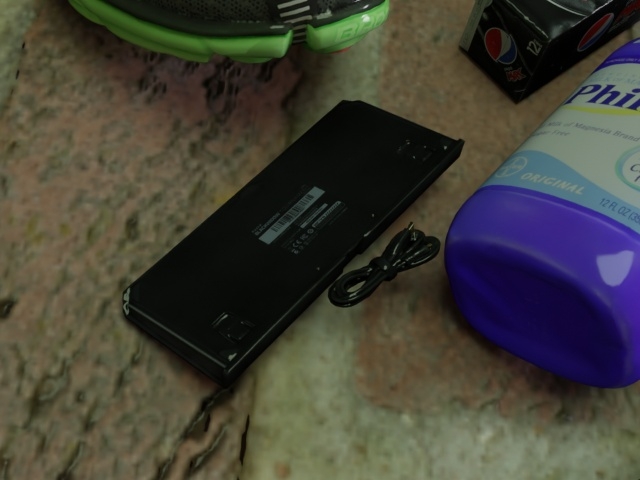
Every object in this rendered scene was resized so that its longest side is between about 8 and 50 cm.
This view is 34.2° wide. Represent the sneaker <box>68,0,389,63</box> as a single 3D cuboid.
[{"bbox_3d":[-0.094,-0.298,0.569,0.185,0.202,0.482,-15,65,-16],"label":"sneaker"}]

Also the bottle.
[{"bbox_3d":[0.186,-0.051,0.534,0.118,0.092,0.283,23,55,40],"label":"bottle"}]

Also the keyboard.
[{"bbox_3d":[0.000,0.000,0.513,0.108,0.023,0.180,27,58,33],"label":"keyboard"}]

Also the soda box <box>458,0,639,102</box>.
[{"bbox_3d":[0.163,-0.153,0.614,0.169,0.060,0.053,-35,71,-24],"label":"soda box"}]

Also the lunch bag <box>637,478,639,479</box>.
[{"bbox_3d":[0.260,0.164,0.428,0.279,0.108,0.224,-18,66,-18],"label":"lunch bag"}]
